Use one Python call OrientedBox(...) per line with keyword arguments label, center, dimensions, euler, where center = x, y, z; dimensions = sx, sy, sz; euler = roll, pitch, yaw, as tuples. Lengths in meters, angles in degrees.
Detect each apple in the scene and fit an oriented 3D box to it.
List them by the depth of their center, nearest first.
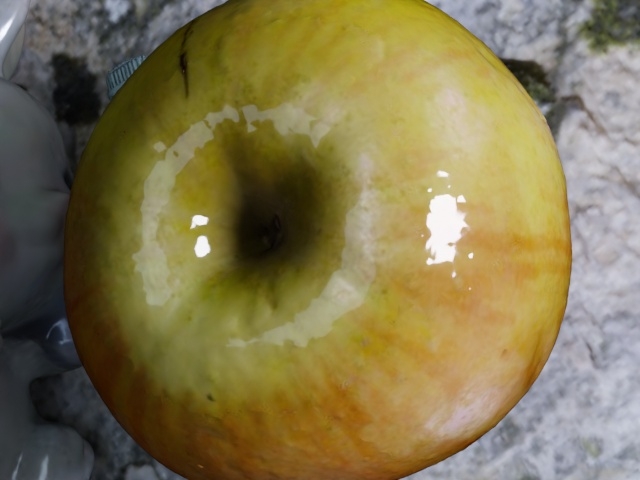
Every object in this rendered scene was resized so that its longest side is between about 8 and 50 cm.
OrientedBox(label="apple", center=(0.000, 0.000, 1.002), dimensions=(0.286, 0.233, 0.286), euler=(-2, 85, 25))

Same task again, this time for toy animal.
OrientedBox(label="toy animal", center=(-0.256, -0.003, 1.157), dimensions=(0.241, 0.196, 0.367), euler=(17, 100, 28))

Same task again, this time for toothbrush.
OrientedBox(label="toothbrush", center=(-0.049, -0.141, 1.148), dimensions=(0.219, 0.016, 0.019), euler=(-27, 69, 26))
